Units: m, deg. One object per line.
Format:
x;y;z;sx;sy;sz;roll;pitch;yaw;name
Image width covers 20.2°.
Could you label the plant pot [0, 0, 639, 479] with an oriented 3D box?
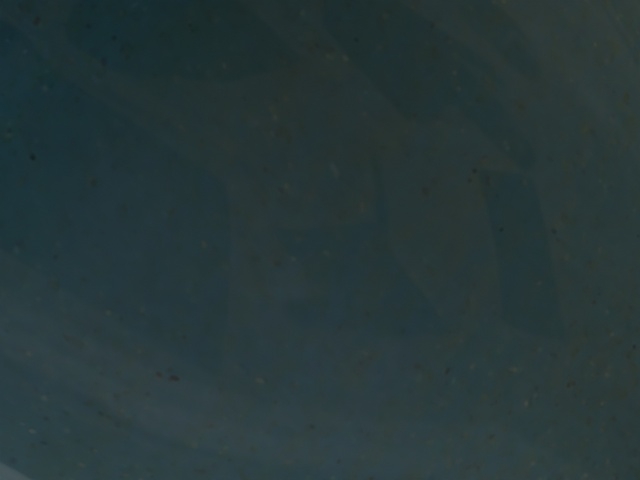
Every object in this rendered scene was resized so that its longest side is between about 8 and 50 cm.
0.000;0.000;0.435;0.255;0.271;0.271;38;-104;-6;plant pot
